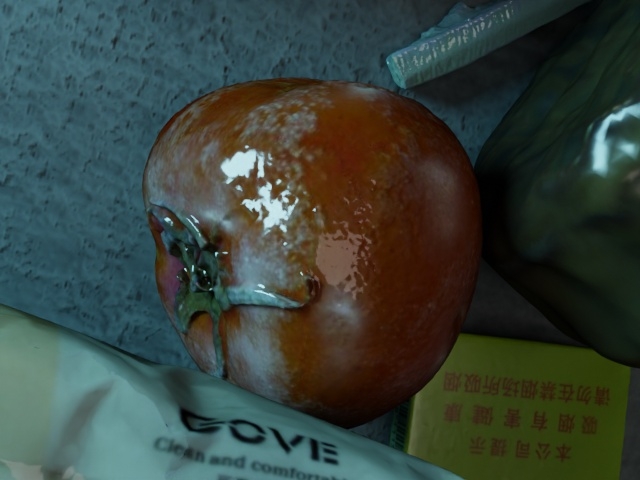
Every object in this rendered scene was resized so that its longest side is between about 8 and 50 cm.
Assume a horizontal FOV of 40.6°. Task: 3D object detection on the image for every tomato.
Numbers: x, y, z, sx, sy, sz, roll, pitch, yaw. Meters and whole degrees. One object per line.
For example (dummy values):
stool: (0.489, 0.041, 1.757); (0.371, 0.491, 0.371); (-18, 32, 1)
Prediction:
tomato: (0.001, 0.004, 0.543); (0.188, 0.232, 0.232); (-22, 104, -29)

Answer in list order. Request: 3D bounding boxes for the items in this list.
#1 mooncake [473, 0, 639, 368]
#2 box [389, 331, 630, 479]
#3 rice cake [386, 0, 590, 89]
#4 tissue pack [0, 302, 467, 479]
mooncake: (0.225, -0.068, 0.552); (0.161, 0.290, 0.290); (35, 90, -8)
box: (0.135, 0.243, 0.673); (0.187, 0.047, 0.335); (8, 87, -15)
rice cake: (0.130, -0.165, 0.640); (0.180, 0.030, 0.042); (-27, 109, -8)
tissue pack: (-0.125, 0.170, 0.477); (0.375, 0.390, 0.195); (17, 63, -14)
